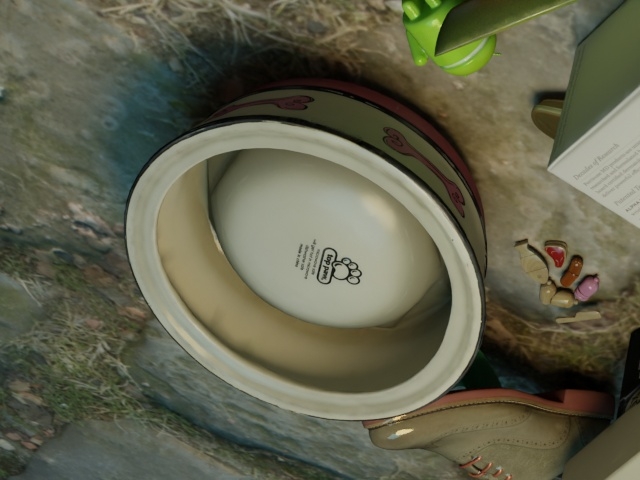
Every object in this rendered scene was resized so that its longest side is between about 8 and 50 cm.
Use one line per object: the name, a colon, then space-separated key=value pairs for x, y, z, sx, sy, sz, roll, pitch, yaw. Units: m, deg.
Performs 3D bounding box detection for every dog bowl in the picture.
dog bowl: x=0.000 y=0.000 z=1.770 sx=0.408 sy=0.150 sz=0.408 roll=12 pitch=130 yaw=15

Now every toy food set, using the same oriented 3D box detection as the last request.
toy food set: x=0.278 y=0.041 z=1.853 sx=0.078 sy=0.019 sz=0.122 roll=-9 pitch=125 yaw=29

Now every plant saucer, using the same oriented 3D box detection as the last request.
plant saucer: x=0.207 y=-0.224 z=1.441 sx=0.241 sy=0.241 sz=0.037 roll=-19 pitch=96 yaw=37

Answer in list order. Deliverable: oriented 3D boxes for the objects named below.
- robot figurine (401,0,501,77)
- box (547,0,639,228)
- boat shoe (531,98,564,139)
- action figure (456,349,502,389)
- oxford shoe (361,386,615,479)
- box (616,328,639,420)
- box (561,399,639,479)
robot figurine: x=0.126 y=-0.209 z=1.585 sx=0.101 sy=0.067 sz=0.115 roll=-29 pitch=122 yaw=28
box: x=0.320 y=-0.141 z=1.496 sx=0.119 sy=0.181 sz=0.182 roll=31 pitch=139 yaw=-13
boat shoe: x=0.292 y=-0.121 z=1.647 sx=0.153 sy=0.048 sz=0.056 roll=13 pitch=153 yaw=18
action figure: x=0.126 y=0.089 z=1.932 sx=0.137 sy=0.063 sz=0.232 roll=-2 pitch=135 yaw=26
oxford shoe: x=0.210 y=0.242 z=1.905 sx=0.348 sy=0.130 sz=0.123 roll=3 pitch=168 yaw=-26
box: x=0.438 y=0.191 z=1.858 sx=0.180 sy=0.147 sz=0.077 roll=32 pitch=138 yaw=-16
box: x=0.371 y=0.239 z=1.751 sx=0.113 sy=0.094 sz=0.275 roll=28 pitch=139 yaw=-10
